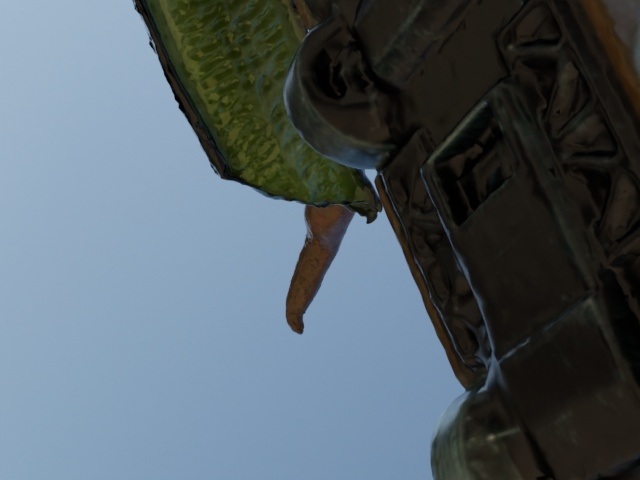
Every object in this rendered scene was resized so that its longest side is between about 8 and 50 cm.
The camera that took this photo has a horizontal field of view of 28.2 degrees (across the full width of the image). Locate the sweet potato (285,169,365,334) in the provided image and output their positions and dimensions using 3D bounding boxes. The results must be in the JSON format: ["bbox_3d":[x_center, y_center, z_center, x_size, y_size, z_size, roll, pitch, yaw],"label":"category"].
[{"bbox_3d":[0.000,0.000,1.213,0.050,0.050,0.214,55,-39,38],"label":"sweet potato"}]

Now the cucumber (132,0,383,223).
[{"bbox_3d":[-0.038,-0.076,0.578,0.046,0.070,0.220,26,-30,46],"label":"cucumber"}]

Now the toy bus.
[{"bbox_3d":[0.099,-0.038,0.376,0.275,0.167,0.138,67,-30,17],"label":"toy bus"}]
